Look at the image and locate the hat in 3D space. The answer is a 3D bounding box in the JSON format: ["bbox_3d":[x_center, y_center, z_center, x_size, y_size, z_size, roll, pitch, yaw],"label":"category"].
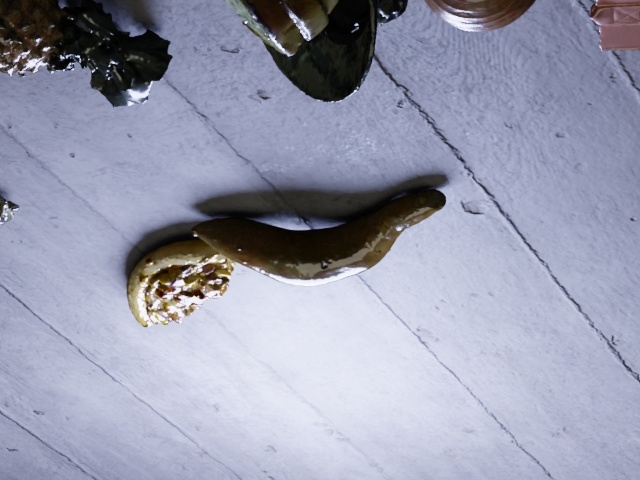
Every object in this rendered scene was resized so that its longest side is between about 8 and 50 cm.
[{"bbox_3d":[0.026,-0.274,1.888,0.128,0.265,0.265,-21,156,-23],"label":"hat"}]

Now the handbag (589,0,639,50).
[{"bbox_3d":[0.346,-0.280,1.899,0.157,0.059,0.212,-1,145,12],"label":"handbag"}]

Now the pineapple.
[{"bbox_3d":[-0.279,-0.220,2.090,0.237,0.111,0.119,14,178,-20],"label":"pineapple"}]

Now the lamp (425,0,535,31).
[{"bbox_3d":[0.161,-0.277,1.871,0.136,0.136,0.136,5,148,3],"label":"lamp"}]

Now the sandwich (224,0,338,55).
[{"bbox_3d":[-0.112,-0.307,1.781,0.273,0.095,0.249,39,171,41],"label":"sandwich"}]

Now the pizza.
[{"bbox_3d":[-0.195,0.059,2.549,0.127,0.058,0.246,30,144,-33],"label":"pizza"}]

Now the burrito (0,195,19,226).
[{"bbox_3d":[-0.481,-0.025,2.489,0.188,0.045,0.058,-13,168,25],"label":"burrito"}]

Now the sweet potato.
[{"bbox_3d":[0.006,0.004,2.404,0.346,0.079,0.108,-9,132,19],"label":"sweet potato"}]
